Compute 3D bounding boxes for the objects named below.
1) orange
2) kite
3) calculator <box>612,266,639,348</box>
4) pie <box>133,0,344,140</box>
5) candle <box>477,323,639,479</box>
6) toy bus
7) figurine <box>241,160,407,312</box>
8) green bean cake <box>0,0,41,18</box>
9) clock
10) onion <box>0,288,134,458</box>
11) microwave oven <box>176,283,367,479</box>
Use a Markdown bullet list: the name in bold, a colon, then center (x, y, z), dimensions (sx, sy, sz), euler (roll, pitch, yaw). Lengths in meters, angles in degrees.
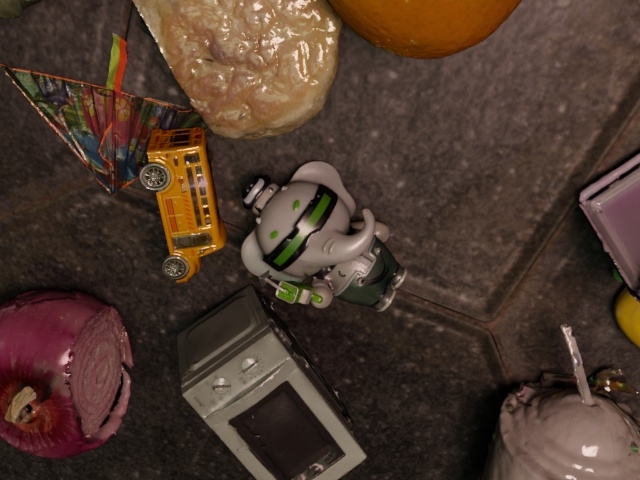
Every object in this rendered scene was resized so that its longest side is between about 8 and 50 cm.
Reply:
- **orange**: center (0.084, -0.250, 0.437), dimensions (0.179, 0.158, 0.237), euler (12, 120, -4)
- **kite**: center (-0.233, -0.131, 0.644), dimensions (0.241, 0.014, 0.183), euler (18, 120, -1)
- **calculator**: center (0.412, 0.078, 0.652), dimensions (0.234, 0.032, 0.146), euler (35, 119, -14)
- **pie**: center (-0.069, -0.199, 0.555), dimensions (0.185, 0.052, 0.218), euler (-20, 114, 20)
- **candle**: center (0.283, 0.256, 0.693), dimensions (0.187, 0.187, 0.330), euler (6, 120, 5)
- **toy bus**: center (-0.144, -0.036, 0.649), dimensions (0.074, 0.070, 0.162), euler (-8, 121, -6)
- **figurine**: center (0.000, 0.000, 0.628), dimensions (0.192, 0.126, 0.147), euler (35, 84, -4)
- **green bean cake**: center (-0.263, -0.307, 0.498), dimensions (0.183, 0.094, 0.185), euler (-26, 113, 21)
- **clock**: center (0.346, -0.035, 0.531), dimensions (0.073, 0.145, 0.193), euler (37, 120, -26)
- **onion**: center (-0.343, 0.162, 0.745), dimensions (0.200, 0.201, 0.207), euler (-4, 140, 11)
- **microwave oven**: center (-0.058, 0.179, 0.708), dimensions (0.122, 0.162, 0.208), euler (-34, 112, -3)
